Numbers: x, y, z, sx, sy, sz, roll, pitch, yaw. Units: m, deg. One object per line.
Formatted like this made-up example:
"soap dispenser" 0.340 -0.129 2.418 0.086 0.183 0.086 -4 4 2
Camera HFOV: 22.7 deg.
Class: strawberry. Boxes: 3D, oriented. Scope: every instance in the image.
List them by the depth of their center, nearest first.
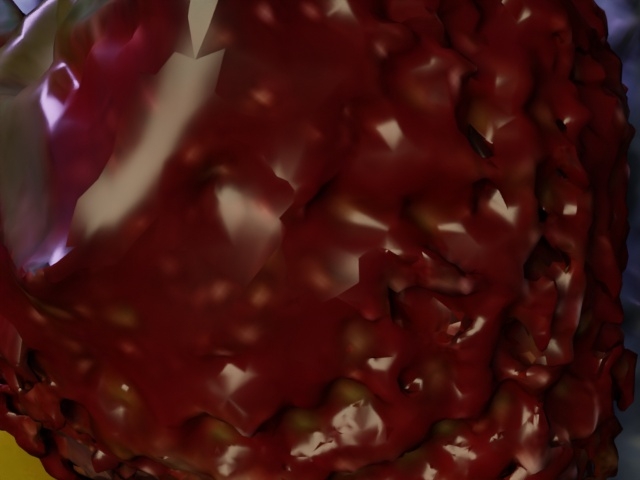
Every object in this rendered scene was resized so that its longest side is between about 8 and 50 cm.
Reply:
"strawberry" 0.000 0.000 0.393 0.187 0.184 0.201 -36 102 10

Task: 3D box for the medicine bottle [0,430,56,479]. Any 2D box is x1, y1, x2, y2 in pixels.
"medicine bottle" -0.086 0.109 0.457 0.309 0.076 0.111 32 106 20
